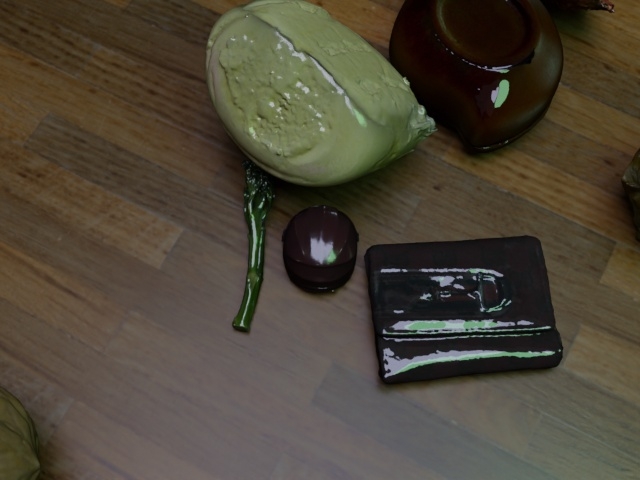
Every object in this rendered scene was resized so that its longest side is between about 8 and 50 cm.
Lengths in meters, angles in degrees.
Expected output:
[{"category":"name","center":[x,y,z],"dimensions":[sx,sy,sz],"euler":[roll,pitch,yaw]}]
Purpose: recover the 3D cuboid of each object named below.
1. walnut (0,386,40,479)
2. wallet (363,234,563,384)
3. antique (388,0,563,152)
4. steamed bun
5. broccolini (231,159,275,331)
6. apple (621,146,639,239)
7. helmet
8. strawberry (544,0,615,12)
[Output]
[{"category":"walnut","center":[-0.422,0.242,0.941],"dimensions":[0.261,0.225,0.225],"euler":[-1,67,0]},{"category":"wallet","center":[0.174,0.080,1.105],"dimensions":[0.229,0.049,0.182],"euler":[-4,64,-5]},{"category":"antique","center":[0.205,-0.256,1.201],"dimensions":[0.224,0.129,0.278],"euler":[-9,66,-4]},{"category":"steamed bun","center":[-0.009,-0.172,1.130],"dimensions":[0.273,0.232,0.166],"euler":[43,117,7]},{"category":"broccolini","center":[-0.085,-0.002,1.140],"dimensions":[0.054,0.051,0.239],"euler":[7,74,-5]},{"category":"apple","center":[0.453,-0.063,1.112],"dimensions":[0.147,0.158,0.156],"euler":[-38,73,-1]},{"category":"helmet","center":[0.000,0.000,1.121],"dimensions":[0.098,0.070,0.123],"euler":[0,68,-1]},{"category":"strawberry","center":[0.264,-0.408,1.245],"dimensions":[0.233,0.138,0.306],"euler":[-1,60,-51]}]
